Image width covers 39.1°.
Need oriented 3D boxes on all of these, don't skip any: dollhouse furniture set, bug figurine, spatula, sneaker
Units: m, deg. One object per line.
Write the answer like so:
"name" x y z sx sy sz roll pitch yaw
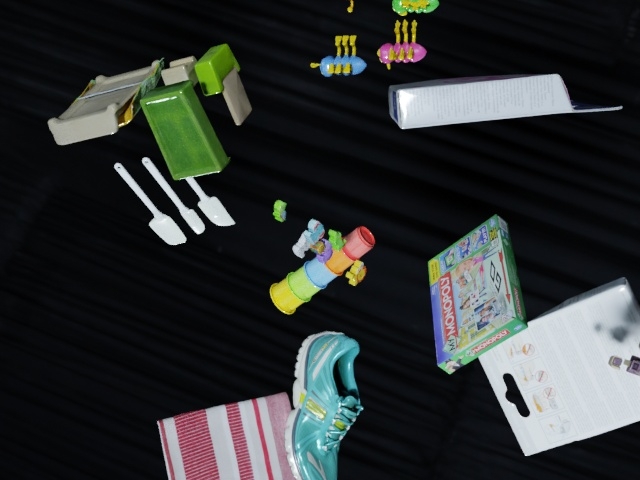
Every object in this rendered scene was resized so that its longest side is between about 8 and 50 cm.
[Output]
"dollhouse furniture set" -0.289 -0.208 1.568 0.151 0.301 0.198 67 30 -28
"dollhouse furniture set" 0.628 0.210 1.739 0.114 0.091 0.081 -69 -163 2
"bug figurine" 0.107 -0.406 1.710 0.072 0.216 0.279 61 39 -57
"spatula" -0.305 -0.088 1.847 0.242 0.168 0.019 55 30 -40
"sneaker" 0.011 0.287 1.488 0.107 0.110 0.275 15 75 -52

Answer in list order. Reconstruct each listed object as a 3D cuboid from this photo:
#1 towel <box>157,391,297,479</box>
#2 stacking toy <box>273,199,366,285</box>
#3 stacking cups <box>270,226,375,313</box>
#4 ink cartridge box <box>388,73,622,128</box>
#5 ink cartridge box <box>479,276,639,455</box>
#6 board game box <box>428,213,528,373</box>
"towel" -0.203 0.504 2.143 0.037 0.329 0.237 132 -54 -61
"stacking toy" 0.000 0.000 1.910 0.052 0.167 0.221 -55 151 -17
"stacking cups" 0.011 0.072 2.339 0.316 0.096 0.096 -37 -175 25
"ink cartridge box" 0.280 -0.235 1.468 0.324 0.330 0.072 -81 165 -80
"ink cartridge box" 0.601 0.302 2.125 0.308 0.385 0.091 64 22 -1
"board game box" 0.338 0.113 1.984 0.213 0.046 0.317 -37 -148 30
